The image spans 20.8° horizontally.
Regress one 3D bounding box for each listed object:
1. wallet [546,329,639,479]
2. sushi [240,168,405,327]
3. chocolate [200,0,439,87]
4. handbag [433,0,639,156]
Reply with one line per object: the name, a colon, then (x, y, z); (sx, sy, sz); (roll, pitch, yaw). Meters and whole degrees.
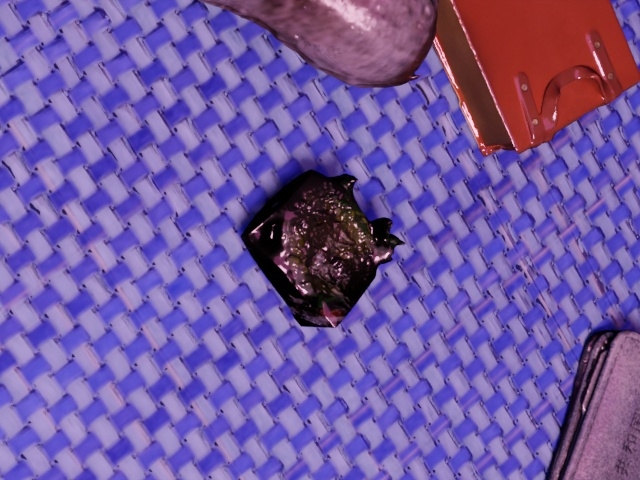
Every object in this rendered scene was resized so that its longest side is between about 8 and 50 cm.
wallet: (0.240, 0.187, 1.311); (0.167, 0.036, 0.222); (26, 79, -28)
sushi: (0.000, 0.000, 1.157); (0.084, 0.056, 0.083); (-47, 106, -19)
chocolate: (-0.024, -0.179, 1.104); (0.248, 0.110, 0.110); (27, 79, -26)
handbag: (0.137, -0.166, 1.226); (0.127, 0.063, 0.190); (-30, 104, -26)
